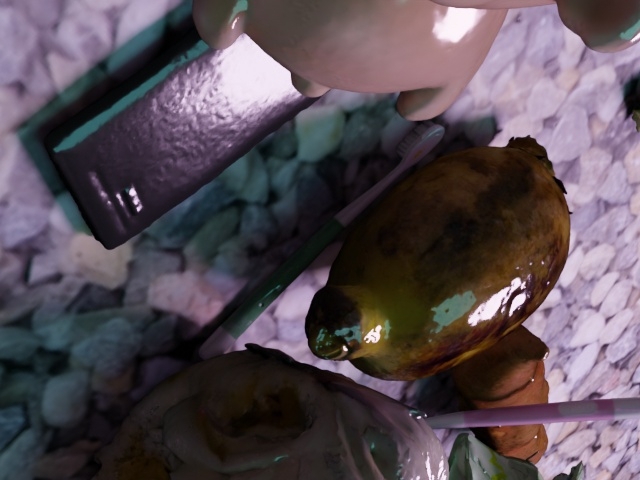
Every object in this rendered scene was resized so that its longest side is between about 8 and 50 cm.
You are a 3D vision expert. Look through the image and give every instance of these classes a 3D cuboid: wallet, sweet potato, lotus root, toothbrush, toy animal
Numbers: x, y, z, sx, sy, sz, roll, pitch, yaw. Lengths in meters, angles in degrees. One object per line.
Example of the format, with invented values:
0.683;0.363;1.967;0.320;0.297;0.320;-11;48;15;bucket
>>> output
-0.062;-0.099;0.950;0.244;0.025;0.124;-38;147;-14;wallet
0.173;0.138;1.423;0.095;0.106;0.354;-50;159;-14;sweet potato
0.095;0.022;1.137;0.314;0.141;0.169;-34;166;-42;lotus root
0.152;0.160;1.334;0.286;0.020;0.025;-5;146;5;toothbrush
0.000;0.000;1.137;0.257;0.024;0.018;-46;128;-3;toothbrush
0.071;-0.200;0.779;0.277;0.247;0.345;-1;122;-45;toy animal

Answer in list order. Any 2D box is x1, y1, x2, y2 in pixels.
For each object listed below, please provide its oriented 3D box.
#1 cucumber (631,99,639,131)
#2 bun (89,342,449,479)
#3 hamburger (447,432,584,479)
0.367;-0.159;1.375;0.187;0.058;0.058;-40;148;-15;cucumber
-0.030;0.188;1.083;0.281;0.281;0.205;-21;133;-36;bun
0.098;0.260;1.405;0.276;0.150;0.260;-22;-175;-15;hamburger
